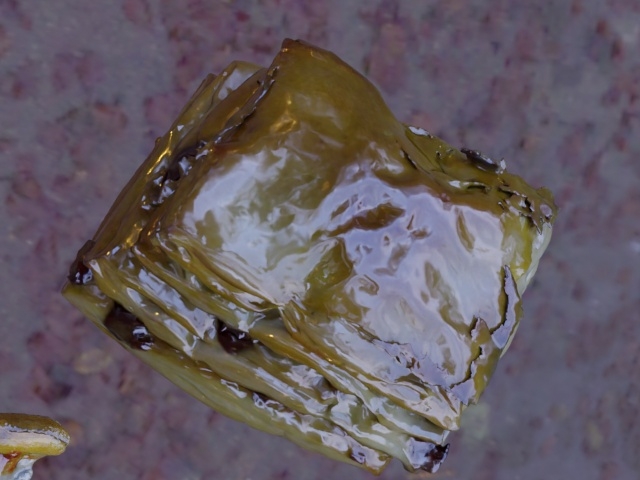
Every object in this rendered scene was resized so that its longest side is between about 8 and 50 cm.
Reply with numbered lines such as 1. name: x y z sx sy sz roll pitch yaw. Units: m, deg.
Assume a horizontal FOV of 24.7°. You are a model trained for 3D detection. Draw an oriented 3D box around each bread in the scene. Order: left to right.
1. bread: 0.000 0.000 1.107 0.277 0.325 0.167 -60 174 -28

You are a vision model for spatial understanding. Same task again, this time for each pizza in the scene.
1. pizza: -0.317 0.210 1.228 0.185 0.036 0.176 2 132 -30
